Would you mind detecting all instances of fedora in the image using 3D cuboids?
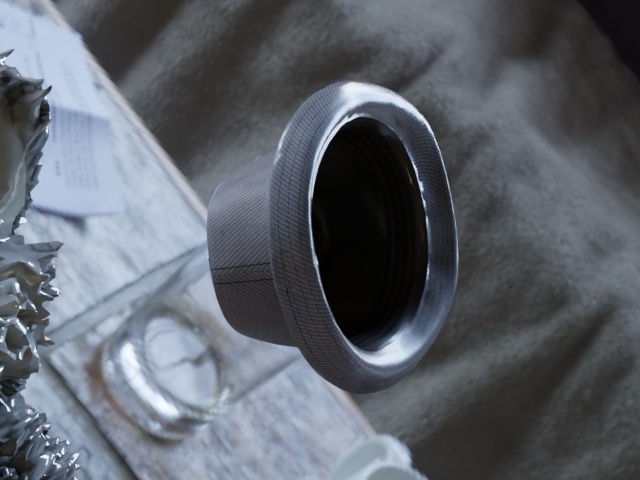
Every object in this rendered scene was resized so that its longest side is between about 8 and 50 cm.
[{"bbox_3d":[0.000,0.000,0.933,0.275,0.124,0.244,-37,116,-57],"label":"fedora"}]

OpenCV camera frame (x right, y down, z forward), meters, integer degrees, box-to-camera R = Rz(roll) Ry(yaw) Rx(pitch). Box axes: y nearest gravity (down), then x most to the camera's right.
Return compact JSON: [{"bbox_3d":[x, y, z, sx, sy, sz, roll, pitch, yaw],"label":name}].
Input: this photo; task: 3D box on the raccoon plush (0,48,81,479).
[{"bbox_3d":[-0.183,0.120,0.508,0.216,0.446,0.299,1,69,-6],"label":"raccoon plush"}]
